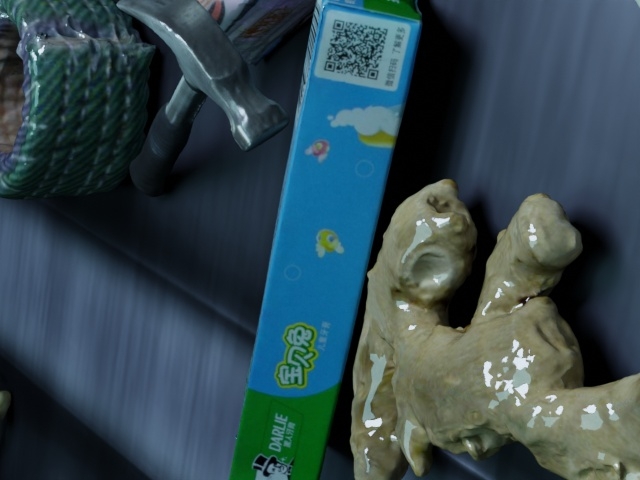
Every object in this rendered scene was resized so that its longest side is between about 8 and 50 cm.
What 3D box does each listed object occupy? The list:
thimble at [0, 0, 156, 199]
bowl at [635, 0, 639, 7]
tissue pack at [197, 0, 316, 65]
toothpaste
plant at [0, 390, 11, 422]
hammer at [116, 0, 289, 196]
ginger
[{"bbox_3d":[-0.170,-0.092,1.067,0.118,0.090,0.135,51,133,38],"label":"thimble"},{"bbox_3d":[0.210,-0.172,0.458,0.307,0.163,0.307,12,105,53],"label":"bowl"},{"bbox_3d":[-0.049,-0.185,0.906,0.115,0.065,0.155,-35,66,54],"label":"tissue pack"},{"bbox_3d":[0.000,0.000,0.855,0.065,0.050,0.267,-91,12,-67],"label":"toothpaste"},{"bbox_3d":[-0.291,0.308,1.288,0.251,0.180,0.333,-94,3,-46],"label":"plant"},{"bbox_3d":[-0.084,-0.069,0.937,0.103,0.029,0.246,54,161,1],"label":"hammer"},{"bbox_3d":[0.088,0.044,0.750,0.258,0.065,0.149,-4,89,57],"label":"ginger"}]
